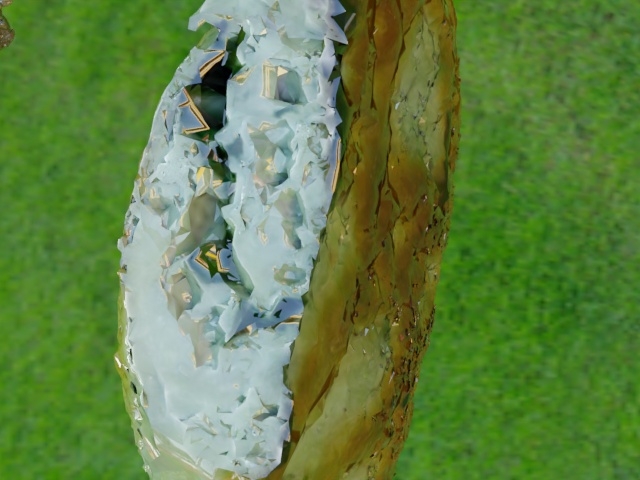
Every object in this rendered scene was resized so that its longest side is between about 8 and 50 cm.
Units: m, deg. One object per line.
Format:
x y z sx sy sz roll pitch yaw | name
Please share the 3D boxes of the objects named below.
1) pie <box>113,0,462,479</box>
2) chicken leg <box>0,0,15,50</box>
0.000 0.000 0.771 0.103 0.288 0.355 9 93 13 | pie
-0.444 -0.273 1.959 0.125 0.196 0.080 3 75 69 | chicken leg
